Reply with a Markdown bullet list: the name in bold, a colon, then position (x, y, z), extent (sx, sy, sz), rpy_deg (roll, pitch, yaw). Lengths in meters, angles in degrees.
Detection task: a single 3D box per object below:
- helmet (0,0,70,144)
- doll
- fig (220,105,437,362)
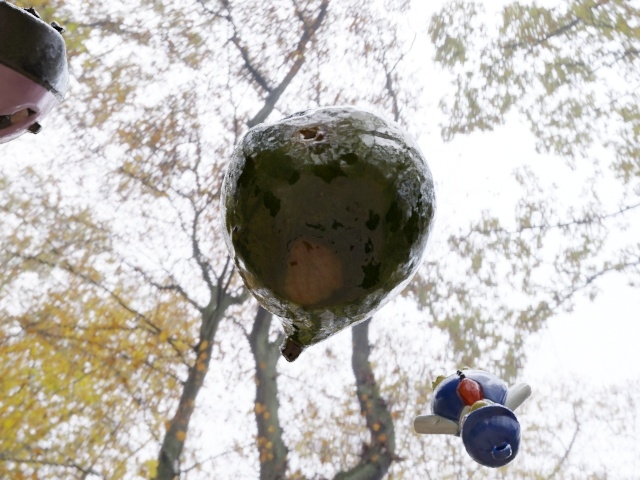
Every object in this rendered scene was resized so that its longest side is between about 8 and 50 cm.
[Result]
- **helmet**: position (-0.353, -0.172, 0.745), extent (0.253, 0.198, 0.154), rpy_deg (17, -94, -16)
- **doll**: position (0.121, 0.136, 0.646), extent (0.099, 0.143, 0.057), rpy_deg (-18, -79, 0)
- **fig**: position (0.000, 0.000, 0.770), extent (0.195, 0.195, 0.244), rpy_deg (13, -54, 5)
